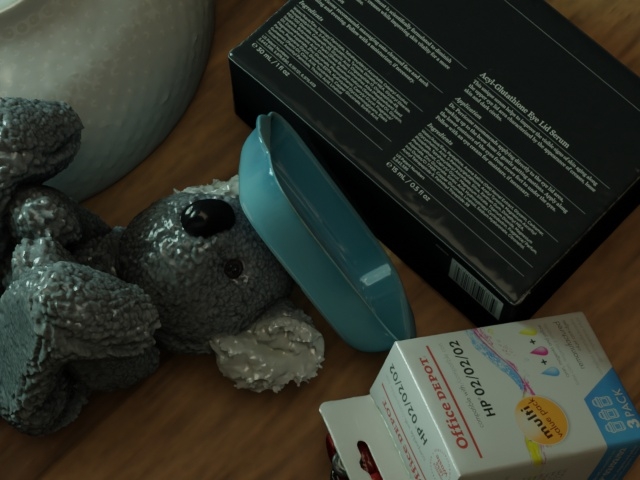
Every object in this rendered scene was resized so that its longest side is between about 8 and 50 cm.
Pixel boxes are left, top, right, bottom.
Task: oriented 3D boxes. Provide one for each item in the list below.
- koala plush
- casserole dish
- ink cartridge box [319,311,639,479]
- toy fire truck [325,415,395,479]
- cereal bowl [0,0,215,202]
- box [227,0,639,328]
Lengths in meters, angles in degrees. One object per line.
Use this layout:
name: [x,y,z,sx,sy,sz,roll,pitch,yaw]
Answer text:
koala plush: [-0.115,0.025,1.078,0.221,0.203,0.196,-9,55,-27]
casserole dish: [0.000,0.000,1.084,0.037,0.188,0.114,-31,27,16]
ink cartridge box: [0.103,0.114,1.048,0.181,0.061,0.104,-8,54,-26]
toy fire truck: [0.095,0.190,1.066,0.135,0.047,0.192,-19,70,-9]
cereal bowl: [-0.244,-0.188,1.157,0.339,0.141,0.339,0,68,-1]
box: [0.093,-0.085,1.144,0.261,0.103,0.184,42,76,14]
